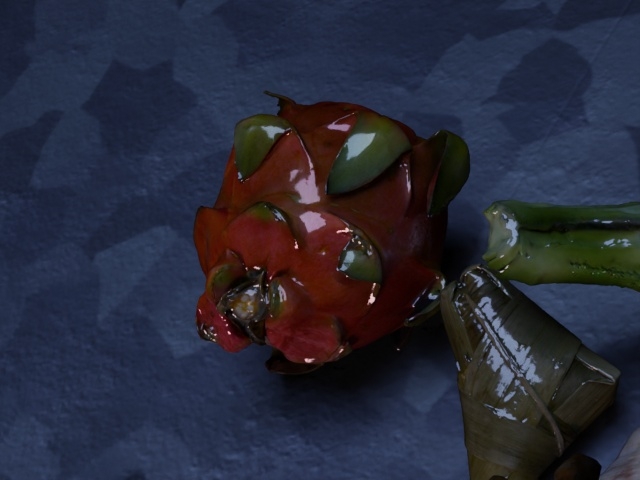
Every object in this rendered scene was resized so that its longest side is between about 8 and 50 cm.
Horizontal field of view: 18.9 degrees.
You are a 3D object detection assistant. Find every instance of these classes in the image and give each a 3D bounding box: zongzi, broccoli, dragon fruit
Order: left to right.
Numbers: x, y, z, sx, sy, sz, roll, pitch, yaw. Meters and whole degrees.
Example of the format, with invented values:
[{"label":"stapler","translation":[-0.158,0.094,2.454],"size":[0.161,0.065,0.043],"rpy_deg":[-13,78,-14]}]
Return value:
[{"label":"dragon fruit","translation":[0.004,-0.003,1.572],"size":[0.224,0.224,0.227],"rpy_deg":[-2,56,21]},{"label":"zongzi","translation":[0.122,0.122,1.488],"size":[0.160,0.078,0.176],"rpy_deg":[41,83,18]},{"label":"broccoli","translation":[0.274,0.021,1.419],"size":[0.275,0.177,0.198],"rpy_deg":[1,13,-28]}]

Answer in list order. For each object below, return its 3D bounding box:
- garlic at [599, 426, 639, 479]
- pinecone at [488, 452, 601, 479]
[{"label":"garlic","translation":[0.261,0.178,1.306],"size":[0.199,0.226,0.199],"rpy_deg":[-8,53,11]},{"label":"pinecone","translation":[0.176,0.292,1.144],"size":[0.385,0.384,0.384],"rpy_deg":[-12,49,14]}]
